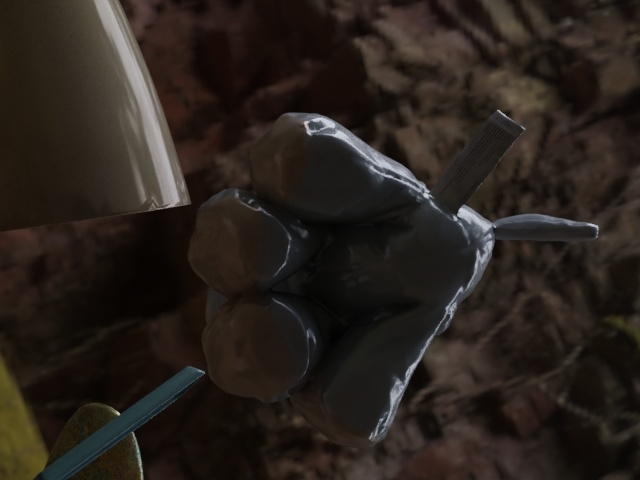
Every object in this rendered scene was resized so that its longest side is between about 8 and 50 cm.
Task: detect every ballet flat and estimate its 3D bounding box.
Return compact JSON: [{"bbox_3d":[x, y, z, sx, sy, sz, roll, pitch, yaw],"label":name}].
[{"bbox_3d":[-0.249,0.333,1.668,0.123,0.123,0.348,24,-71,45],"label":"ballet flat"}]

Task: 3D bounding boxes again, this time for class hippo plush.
[{"bbox_3d":[0.000,0.000,1.346,0.234,0.294,0.236,50,-13,-18],"label":"hippo plush"}]

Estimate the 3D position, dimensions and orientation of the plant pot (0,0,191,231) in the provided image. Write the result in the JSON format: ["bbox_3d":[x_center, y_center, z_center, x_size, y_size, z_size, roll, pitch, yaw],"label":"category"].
[{"bbox_3d":[-0.261,-0.148,1.541,0.256,0.256,0.274,-6,-88,53],"label":"plant pot"}]

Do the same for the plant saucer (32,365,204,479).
[{"bbox_3d":[-0.184,0.171,1.524,0.018,0.192,0.067,53,-35,5],"label":"plant saucer"}]
